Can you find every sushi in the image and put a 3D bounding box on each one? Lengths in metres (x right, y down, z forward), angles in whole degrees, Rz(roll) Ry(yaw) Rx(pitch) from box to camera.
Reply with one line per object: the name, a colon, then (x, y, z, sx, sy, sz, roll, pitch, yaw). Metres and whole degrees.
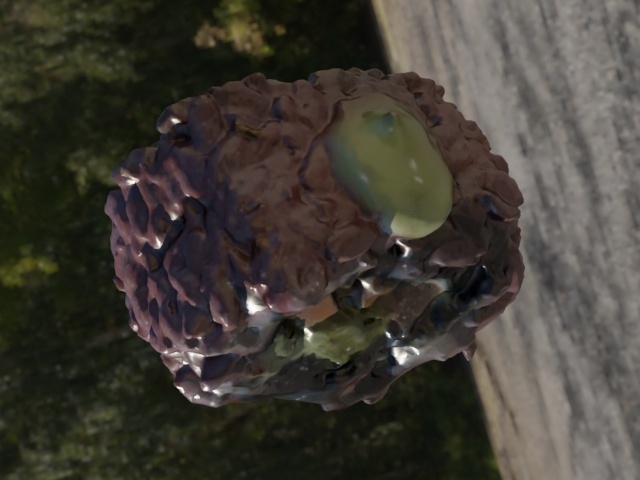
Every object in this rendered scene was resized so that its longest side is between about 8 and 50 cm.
sushi: (0.000, 0.000, 0.879, 0.236, 0.270, 0.171, -51, 54, 38)
